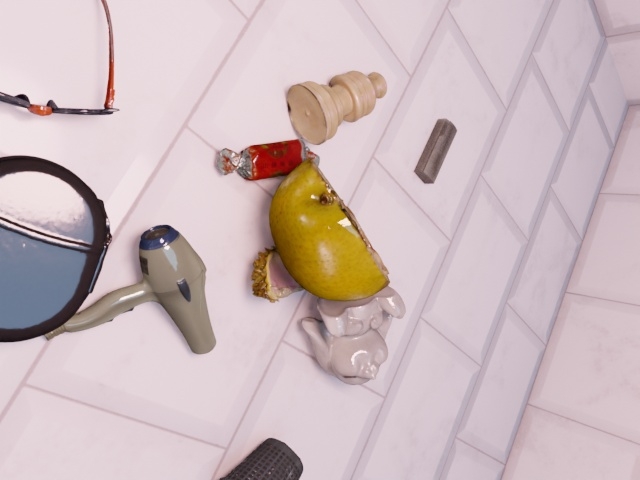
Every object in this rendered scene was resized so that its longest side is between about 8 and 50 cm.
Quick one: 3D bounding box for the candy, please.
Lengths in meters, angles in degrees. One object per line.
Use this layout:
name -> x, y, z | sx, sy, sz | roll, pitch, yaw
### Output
candy -> -0.108, -0.187, 1.159 | 0.292, 0.059, 0.086 | -16, 108, -38

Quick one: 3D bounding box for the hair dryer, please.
hair dryer -> -0.329, 0.153, 1.005 | 0.298, 0.119, 0.295 | -44, 128, -10

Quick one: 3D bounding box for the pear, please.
pear -> 0.000, 0.000, 1.152 | 0.192, 0.340, 0.386 | -31, 154, 5

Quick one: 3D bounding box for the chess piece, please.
chess piece -> 0.068, -0.353, 1.259 | 0.307, 0.139, 0.124 | -32, 149, -38

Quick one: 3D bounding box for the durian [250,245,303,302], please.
durian -> -0.105, 0.091, 1.197 | 0.224, 0.079, 0.140 | 21, 52, -63

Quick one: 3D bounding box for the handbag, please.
handbag -> -0.484, 0.017, 0.817 | 0.254, 0.093, 0.307 | 22, 81, -36

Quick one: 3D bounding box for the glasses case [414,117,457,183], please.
glasses case -> 0.365, -0.282, 1.580 | 0.071, 0.047, 0.204 | 38, 71, -38

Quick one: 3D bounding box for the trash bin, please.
trash bin -> -0.127, 0.571, 1.195 | 0.161, 0.176, 0.175 | -42, 122, -41

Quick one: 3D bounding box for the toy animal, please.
toy animal -> 0.090, 0.253, 1.327 | 0.272, 0.206, 0.264 | -18, 117, -23

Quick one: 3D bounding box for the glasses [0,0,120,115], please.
glasses -> -0.441, -0.333, 0.798 | 0.234, 0.118, 0.268 | 2, 95, -41
